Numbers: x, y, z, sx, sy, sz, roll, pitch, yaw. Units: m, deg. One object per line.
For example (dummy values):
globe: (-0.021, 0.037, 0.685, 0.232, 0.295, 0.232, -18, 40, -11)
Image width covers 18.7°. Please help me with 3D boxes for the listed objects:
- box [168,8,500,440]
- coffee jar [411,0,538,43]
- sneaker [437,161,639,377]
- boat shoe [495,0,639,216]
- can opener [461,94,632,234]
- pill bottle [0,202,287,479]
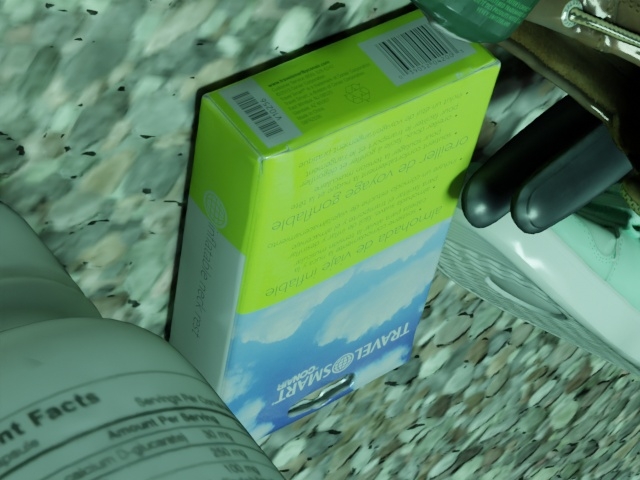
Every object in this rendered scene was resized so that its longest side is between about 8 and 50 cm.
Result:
box: (0.000, 0.000, 0.748, 0.109, 0.042, 0.178, -25, 148, -29)
coffee jar: (0.070, -0.152, 0.544, 0.184, 0.096, 0.079, -49, 150, 16)
sneaker: (0.145, -0.023, 0.873, 0.256, 0.094, 0.151, 27, 87, -46)
boat shoe: (0.141, -0.042, 0.700, 0.257, 0.095, 0.095, 37, 72, -28)
can opener: (0.122, -0.055, 0.780, 0.186, 0.059, 0.073, -37, 111, -29)
pill bottle: (-0.069, 0.126, 0.583, 0.160, 0.283, 0.160, -31, 150, -20)
